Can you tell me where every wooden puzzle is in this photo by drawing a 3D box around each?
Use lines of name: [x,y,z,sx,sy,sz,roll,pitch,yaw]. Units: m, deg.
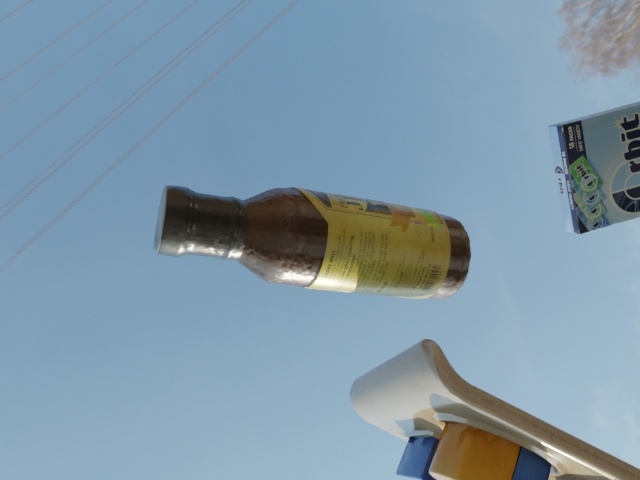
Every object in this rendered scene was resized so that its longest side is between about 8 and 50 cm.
wooden puzzle: [0.194,0.244,0.502,0.348,0.322,0.080,31,-112,4]

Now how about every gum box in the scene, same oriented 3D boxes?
gum box: [0.427,-0.108,0.719,0.185,0.041,0.156,-16,-78,-4]

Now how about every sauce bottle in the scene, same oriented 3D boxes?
sauce bottle: [0.000,0.000,0.565,0.345,0.111,0.111,8,-109,-23]
